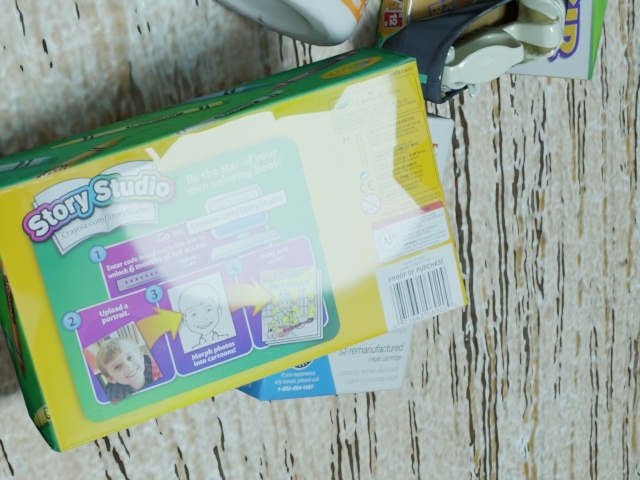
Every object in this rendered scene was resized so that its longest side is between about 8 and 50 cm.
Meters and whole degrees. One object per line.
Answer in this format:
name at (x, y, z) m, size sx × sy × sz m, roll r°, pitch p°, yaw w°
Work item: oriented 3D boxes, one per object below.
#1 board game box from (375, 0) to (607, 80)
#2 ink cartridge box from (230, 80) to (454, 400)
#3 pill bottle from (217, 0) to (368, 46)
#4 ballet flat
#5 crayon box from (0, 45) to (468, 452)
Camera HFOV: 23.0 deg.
board game box at (0.149, -0.191, 1.221) m, size 0.259 × 0.039 × 0.124 m, roll -3°, pitch 107°, yaw -47°
ink cartridge box at (0.000, 0.000, 1.100) m, size 0.148 × 0.086 × 0.203 m, roll 0°, pitch 105°, yaw -44°
pill bottle at (0.010, -0.245, 0.998) m, size 0.121 × 0.121 × 0.221 m, roll 33°, pitch 81°, yaw -46°
ballet flat at (0.132, -0.146, 1.145) m, size 0.203 × 0.074 × 0.074 m, roll -26°, pitch 121°, yaw -35°
crayon box at (-0.061, -0.001, 0.961) m, size 0.279 × 0.081 × 0.165 m, roll -19°, pitch 108°, yaw -16°
